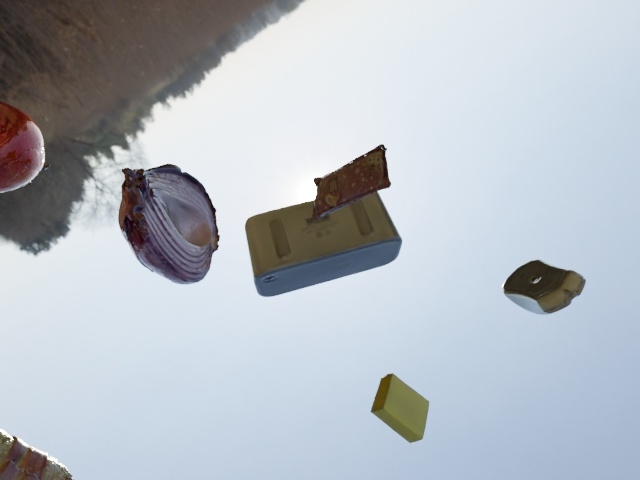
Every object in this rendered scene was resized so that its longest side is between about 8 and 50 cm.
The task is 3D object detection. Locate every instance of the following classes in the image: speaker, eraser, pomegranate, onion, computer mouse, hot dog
[{"bbox_3d":[0.000,0.000,1.479,0.406,0.183,0.184,-15,-117,-7],"label":"speaker"},{"bbox_3d":[0.175,0.364,1.179,0.045,0.122,0.097,-37,-160,42],"label":"eraser"},{"bbox_3d":[-0.736,-0.210,1.238,0.210,0.210,0.235,-32,165,3],"label":"pomegranate"},{"bbox_3d":[-0.319,-0.045,1.059,0.120,0.283,0.227,-11,-127,19],"label":"onion"},{"bbox_3d":[0.365,0.080,0.872,0.089,0.056,0.181,-47,-172,-2],"label":"computer mouse"},{"bbox_3d":[-0.625,0.467,1.091,0.093,0.261,0.123,-28,-150,21],"label":"hot dog"}]

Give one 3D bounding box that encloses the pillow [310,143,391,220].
[{"bbox_3d":[0.060,-0.115,1.102,0.185,0.043,0.118,-20,-128,24],"label":"pillow"}]
